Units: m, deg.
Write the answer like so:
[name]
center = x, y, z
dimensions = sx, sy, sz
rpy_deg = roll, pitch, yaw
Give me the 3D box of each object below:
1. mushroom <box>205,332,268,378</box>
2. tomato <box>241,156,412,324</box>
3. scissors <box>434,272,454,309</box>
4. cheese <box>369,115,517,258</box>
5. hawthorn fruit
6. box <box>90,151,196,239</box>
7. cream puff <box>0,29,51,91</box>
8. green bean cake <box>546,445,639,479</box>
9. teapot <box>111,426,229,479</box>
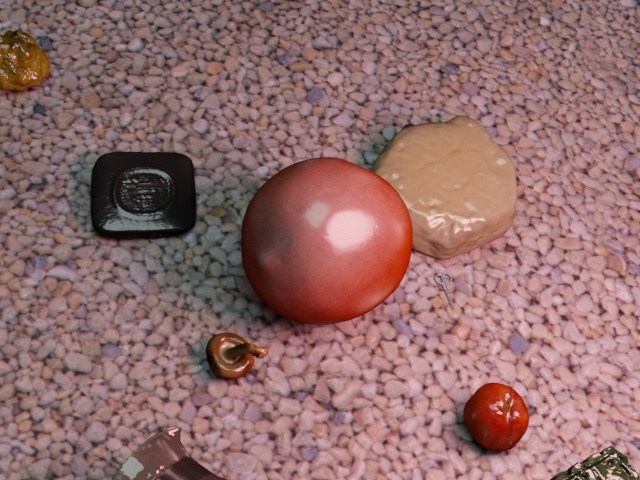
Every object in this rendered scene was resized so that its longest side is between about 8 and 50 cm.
[mushroom]
center = -0.149, 0.215, 1.854
dimensions = 0.129, 0.073, 0.088
rpy_deg = 3, 33, 33
[tomato]
center = 0.000, 0.000, 1.878
dimensions = 0.321, 0.321, 0.321
rpy_deg = 4, 57, -7
[scissors]
center = 0.255, 0.102, 2.038
dimensions = 0.036, 0.006, 0.083
rpy_deg = -7, 59, -11
[cheese]
center = 0.259, -0.120, 2.121
dimensions = 0.318, 0.115, 0.326
rpy_deg = 19, 55, 3
[hawthorn fruit]
center = 0.323, 0.321, 1.845
dimensions = 0.128, 0.128, 0.128
rpy_deg = 4, 57, -7
[box]
center = -0.355, -0.097, 2.033
dimensions = 0.212, 0.042, 0.201
rpy_deg = 1, 62, -16
[cream puff]
center = -0.652, -0.392, 2.143
dimensions = 0.146, 0.116, 0.146
rpy_deg = 2, 56, -4
[green bean cake]
center = 0.494, 0.486, 1.773
dimensions = 0.193, 0.107, 0.208
rpy_deg = -22, 65, -23
[teapot]
center = -0.174, 0.495, 1.598
dimensions = 0.344, 0.253, 0.300
rpy_deg = 31, 89, 19
